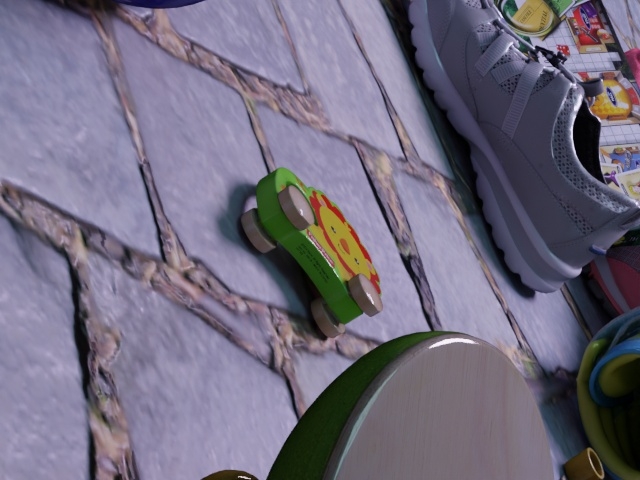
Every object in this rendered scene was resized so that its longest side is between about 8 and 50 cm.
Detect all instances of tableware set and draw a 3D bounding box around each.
[{"bbox_3d":[0.206,0.210,1.101,0.154,0.024,0.104,59,21,-5],"label":"tableware set"}]

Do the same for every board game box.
[{"bbox_3d":[0.204,-0.111,1.374,0.136,0.030,0.260,-8,63,-21],"label":"board game box"}]

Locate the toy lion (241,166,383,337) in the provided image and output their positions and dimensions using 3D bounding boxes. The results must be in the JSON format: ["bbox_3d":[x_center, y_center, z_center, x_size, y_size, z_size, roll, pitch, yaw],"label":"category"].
[{"bbox_3d":[0.000,0.000,0.894,0.100,0.034,0.096,52,17,-22],"label":"toy lion"}]

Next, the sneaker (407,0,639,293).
[{"bbox_3d":[0.157,-0.106,1.246,0.105,0.115,0.281,10,55,-63],"label":"sneaker"}]

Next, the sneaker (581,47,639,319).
[{"bbox_3d":[0.281,-0.039,1.414,0.116,0.136,0.314,32,37,-50],"label":"sneaker"}]

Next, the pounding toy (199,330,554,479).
[{"bbox_3d":[-0.006,0.144,0.644,0.183,0.110,0.237,58,49,-39],"label":"pounding toy"}]

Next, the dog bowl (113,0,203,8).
[{"bbox_3d":[-0.074,-0.252,0.814,0.265,0.104,0.265,18,66,-45],"label":"dog bowl"}]

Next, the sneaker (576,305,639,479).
[{"bbox_3d":[0.283,0.059,1.217,0.208,0.127,0.319,35,56,-43],"label":"sneaker"}]
